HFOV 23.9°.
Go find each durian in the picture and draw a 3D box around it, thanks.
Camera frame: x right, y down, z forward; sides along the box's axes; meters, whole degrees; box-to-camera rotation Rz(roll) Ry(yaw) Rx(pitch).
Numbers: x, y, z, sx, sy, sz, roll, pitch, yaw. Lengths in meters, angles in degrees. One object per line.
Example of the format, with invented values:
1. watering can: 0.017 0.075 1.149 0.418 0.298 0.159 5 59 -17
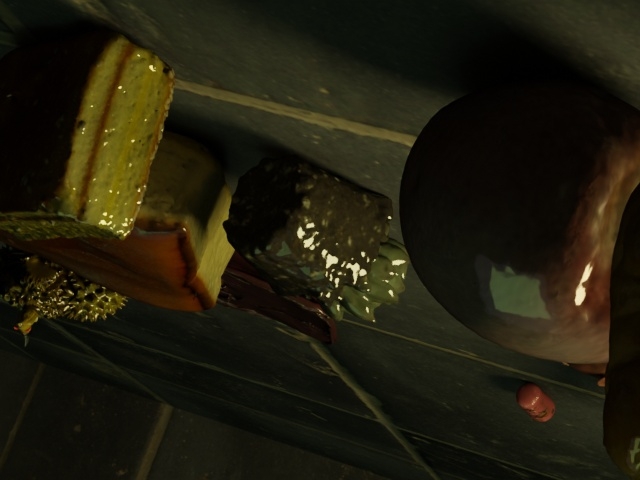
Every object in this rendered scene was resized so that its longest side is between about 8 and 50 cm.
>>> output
1. durian: -0.321 0.017 1.930 0.194 0.237 0.137 22 131 5

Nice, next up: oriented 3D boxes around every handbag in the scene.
1. handbag: -0.069 0.055 1.973 0.216 0.074 0.203 20 166 11

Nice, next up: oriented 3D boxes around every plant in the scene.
1. plant: 0.000 0.000 1.563 0.132 0.129 0.194 8 157 49

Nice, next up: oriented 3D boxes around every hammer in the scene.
1. hammer: 0.305 0.231 2.152 0.043 0.043 0.083 12 164 31

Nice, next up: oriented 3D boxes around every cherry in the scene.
1. cherry: 0.161 -0.011 1.131 0.239 0.206 0.239 8 167 2

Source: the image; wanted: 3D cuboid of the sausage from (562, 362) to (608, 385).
1. sausage: 0.398 0.118 1.525 0.088 0.087 0.433 31 161 -34

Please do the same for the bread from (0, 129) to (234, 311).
1. bread: -0.263 -0.051 1.714 0.333 0.143 0.323 19 165 10

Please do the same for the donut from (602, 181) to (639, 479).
1. donut: 0.303 0.040 0.894 0.150 0.317 0.299 19 -154 -28

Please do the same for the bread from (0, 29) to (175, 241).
1. bread: -0.247 -0.099 1.435 0.111 0.184 0.234 23 166 -33
